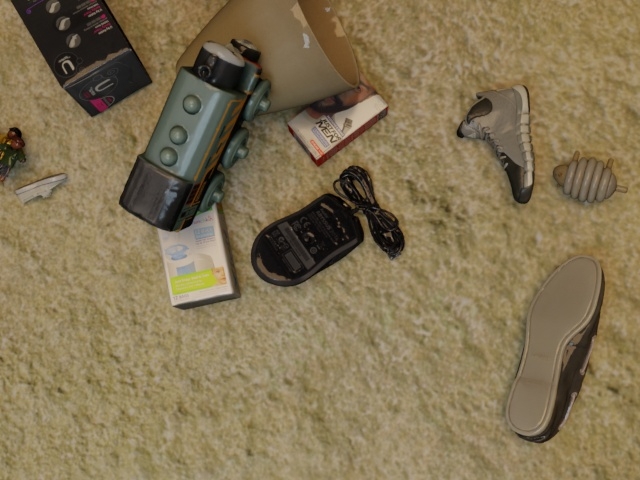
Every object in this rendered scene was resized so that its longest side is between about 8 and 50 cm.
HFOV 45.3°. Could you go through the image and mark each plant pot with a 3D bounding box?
[{"bbox_3d":[-0.109,-0.327,1.362,0.274,0.256,0.256,-24,80,20],"label":"plant pot"}]

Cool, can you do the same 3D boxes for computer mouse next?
[{"bbox_3d":[0.000,0.000,1.384,0.272,0.072,0.188,-27,79,-15],"label":"computer mouse"}]

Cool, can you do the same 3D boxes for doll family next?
[{"bbox_3d":[-0.616,-0.184,1.430,0.193,0.076,0.111,29,88,9],"label":"doll family"}]

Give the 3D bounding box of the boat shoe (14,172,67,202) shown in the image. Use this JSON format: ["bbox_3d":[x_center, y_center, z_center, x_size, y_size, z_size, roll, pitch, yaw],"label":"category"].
[{"bbox_3d":[-0.519,-0.096,1.435,0.100,0.035,0.035,-22,108,-5],"label":"boat shoe"}]

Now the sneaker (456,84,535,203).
[{"bbox_3d":[0.315,-0.172,1.394,0.132,0.086,0.229,-1,71,7],"label":"sneaker"}]

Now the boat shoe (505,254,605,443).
[{"bbox_3d":[0.413,0.189,1.333,0.112,0.095,0.335,14,76,40],"label":"boat shoe"}]

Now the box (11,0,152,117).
[{"bbox_3d":[-0.450,-0.392,1.408,0.143,0.165,0.270,-32,81,-3],"label":"box"}]

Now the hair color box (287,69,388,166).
[{"bbox_3d":[0.032,-0.226,1.421,0.167,0.053,0.093,-38,81,-5],"label":"hair color box"}]

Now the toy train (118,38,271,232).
[{"bbox_3d":[-0.195,-0.163,1.215,0.142,0.190,0.334,30,106,4],"label":"toy train"}]

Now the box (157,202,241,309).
[{"bbox_3d":[-0.221,0.012,1.368,0.114,0.103,0.203,-12,81,0],"label":"box"}]

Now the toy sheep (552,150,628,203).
[{"bbox_3d":[0.482,-0.109,1.370,0.132,0.091,0.091,14,81,23],"label":"toy sheep"}]
